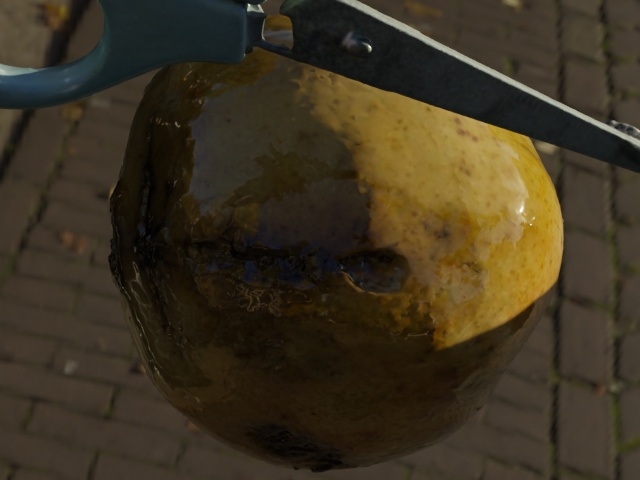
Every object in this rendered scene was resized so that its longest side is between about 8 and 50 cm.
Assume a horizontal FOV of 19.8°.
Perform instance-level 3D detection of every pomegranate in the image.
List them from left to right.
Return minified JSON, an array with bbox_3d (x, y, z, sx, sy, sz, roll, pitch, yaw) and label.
[{"bbox_3d":[0.000,0.000,1.017,0.260,0.260,0.260,9,41,-8],"label":"pomegranate"}]

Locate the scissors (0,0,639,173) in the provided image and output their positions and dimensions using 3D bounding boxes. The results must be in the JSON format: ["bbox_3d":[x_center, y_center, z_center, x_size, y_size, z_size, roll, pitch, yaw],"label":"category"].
[{"bbox_3d":[-0.005,-0.093,0.776,0.360,0.191,0.029,19,35,-19],"label":"scissors"}]
